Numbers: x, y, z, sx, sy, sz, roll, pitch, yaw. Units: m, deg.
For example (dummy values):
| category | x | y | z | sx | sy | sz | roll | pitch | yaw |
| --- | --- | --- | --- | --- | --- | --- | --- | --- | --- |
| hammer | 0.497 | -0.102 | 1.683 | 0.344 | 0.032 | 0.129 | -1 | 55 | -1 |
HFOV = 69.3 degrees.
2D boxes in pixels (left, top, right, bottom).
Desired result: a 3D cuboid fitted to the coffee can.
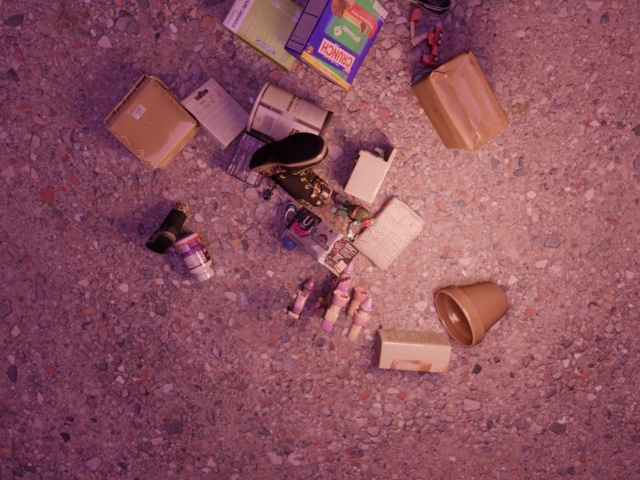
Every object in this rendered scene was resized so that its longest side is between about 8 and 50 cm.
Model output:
| category | x | y | z | sx | sy | sz | roll | pitch | yaw |
| --- | --- | --- | --- | --- | --- | --- | --- | --- | --- |
| coffee can | -0.114 | -0.450 | 1.758 | 0.275 | 0.201 | 0.201 | 24 | 102 | -6 |

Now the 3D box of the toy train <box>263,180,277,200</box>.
| category | x | y | z | sx | sy | sz | roll | pitch | yaw |
| --- | --- | --- | --- | --- | --- | --- | --- | --- | --- |
| toy train | -0.192 | -0.235 | 1.898 | 0.036 | 0.027 | 0.158 | 30 | 102 | 4 |

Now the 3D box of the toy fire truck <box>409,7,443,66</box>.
| category | x | y | z | sx | sy | sz | roll | pitch | yaw |
| --- | --- | --- | --- | --- | --- | --- | --- | --- | --- |
| toy fire truck | 0.395 | -0.771 | 1.768 | 0.135 | 0.047 | 0.192 | 9 | 104 | -2 |

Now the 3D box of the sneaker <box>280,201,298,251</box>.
| category | x | y | z | sx | sy | sz | roll | pitch | yaw |
| --- | --- | --- | --- | --- | --- | --- | --- | --- | --- |
| sneaker | -0.128 | -0.052 | 1.912 | 0.080 | 0.081 | 0.211 | -1 | 105 | -2 |

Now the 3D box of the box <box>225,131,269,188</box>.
| category | x | y | z | sx | sy | sz | roll | pitch | yaw |
| --- | --- | --- | --- | --- | --- | --- | --- | --- | --- |
| box | -0.273 | -0.321 | 1.849 | 0.147 | 0.077 | 0.180 | 26 | 102 | -6 |

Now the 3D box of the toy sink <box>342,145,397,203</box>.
| category | x | y | z | sx | sy | sz | roll | pitch | yaw |
| --- | --- | --- | --- | --- | --- | --- | --- | --- | --- |
| toy sink | 0.186 | -0.285 | 1.825 | 0.131 | 0.153 | 0.234 | 24 | 103 | -5 |

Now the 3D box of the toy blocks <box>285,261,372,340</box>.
| category | x | y | z | sx | sy | sz | roll | pitch | yaw |
| --- | --- | --- | --- | --- | --- | --- | --- | --- | --- |
| toy blocks | 0.062 | 0.193 | 1.868 | 0.309 | 0.288 | 0.260 | 22 | 108 | -3 |

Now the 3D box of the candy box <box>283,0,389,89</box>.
| category | x | y | z | sx | sy | sz | roll | pitch | yaw |
| --- | --- | --- | --- | --- | --- | --- | --- | --- | --- |
| candy box | 0.061 | -0.754 | 1.665 | 0.268 | 0.122 | 0.317 | 17 | 109 | -47 |

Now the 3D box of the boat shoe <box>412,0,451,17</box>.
| category | x | y | z | sx | sy | sz | roll | pitch | yaw |
| --- | --- | --- | --- | --- | --- | --- | --- | --- | --- |
| boat shoe | 0.345 | -0.928 | 1.702 | 0.301 | 0.102 | 0.108 | 30 | 101 | -7 |

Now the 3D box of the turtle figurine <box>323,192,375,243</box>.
| category | x | y | z | sx | sy | sz | roll | pitch | yaw |
| --- | --- | --- | --- | --- | --- | --- | --- | --- | --- |
| turtle figurine | 0.139 | -0.094 | 1.846 | 0.234 | 0.175 | 0.118 | 33 | 130 | 19 |

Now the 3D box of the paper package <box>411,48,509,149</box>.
| category | x | y | z | sx | sy | sz | roll | pitch | yaw |
| --- | --- | --- | --- | --- | --- | --- | --- | --- | --- |
| paper package | 0.499 | -0.497 | 1.690 | 0.168 | 0.325 | 0.309 | -32 | 101 | 6 |

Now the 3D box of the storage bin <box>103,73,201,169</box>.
| category | x | y | z | sx | sy | sz | roll | pitch | yaw |
| --- | --- | --- | --- | --- | --- | --- | --- | --- | --- |
| storage bin | -0.643 | -0.454 | 1.793 | 0.262 | 0.123 | 0.260 | -44 | 99 | 9 |

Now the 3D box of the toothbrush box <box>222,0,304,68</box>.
| category | x | y | z | sx | sy | sz | roll | pitch | yaw |
| --- | --- | --- | --- | --- | --- | --- | --- | --- | --- |
| toothbrush box | -0.183 | -0.798 | 1.718 | 0.283 | 0.122 | 0.206 | 32 | 100 | -8 |

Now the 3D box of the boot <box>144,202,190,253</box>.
| category | x | y | z | sx | sy | sz | roll | pitch | yaw |
| --- | --- | --- | --- | --- | --- | --- | --- | --- | --- |
| boot | -0.622 | -0.047 | 1.900 | 0.085 | 0.236 | 0.179 | 35 | 58 | -24 |

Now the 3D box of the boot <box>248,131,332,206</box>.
| category | x | y | z | sx | sy | sz | roll | pitch | yaw |
| --- | --- | --- | --- | --- | --- | --- | --- | --- | --- |
| boot | -0.056 | -0.249 | 1.716 | 0.284 | 0.377 | 0.138 | 38 | 60 | -39 |

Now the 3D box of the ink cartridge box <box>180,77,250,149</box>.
| category | x | y | z | sx | sy | sz | roll | pitch | yaw |
| --- | --- | --- | --- | --- | --- | --- | --- | --- | --- |
| ink cartridge box | -0.395 | -0.485 | 1.776 | 0.224 | 0.056 | 0.181 | 43 | 61 | -7 |

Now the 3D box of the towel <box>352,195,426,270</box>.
| category | x | y | z | sx | sy | sz | roll | pitch | yaw |
| --- | --- | --- | --- | --- | --- | --- | --- | --- | --- |
| towel | 0.286 | -0.031 | 1.939 | 0.187 | 0.049 | 0.282 | 41 | 100 | -8 |

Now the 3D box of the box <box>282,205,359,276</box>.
| category | x | y | z | sx | sy | sz | roll | pitch | yaw |
| --- | --- | --- | --- | --- | --- | --- | --- | --- | --- |
| box | 0.000 | 0.000 | 1.812 | 0.142 | 0.247 | 0.163 | -51 | 138 | -2 |

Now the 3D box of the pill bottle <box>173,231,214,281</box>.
| category | x | y | z | sx | sy | sz | roll | pitch | yaw |
| --- | --- | --- | --- | --- | --- | --- | --- | --- | --- |
| pill bottle | -0.518 | 0.071 | 1.922 | 0.108 | 0.108 | 0.193 | -23 | 103 | 5 |

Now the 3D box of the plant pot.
| category | x | y | z | sx | sy | sz | roll | pitch | yaw |
| --- | --- | --- | --- | --- | --- | --- | --- | --- | --- |
| plant pot | 0.645 | 0.281 | 1.935 | 0.229 | 0.263 | 0.263 | -24 | 103 | -14 |

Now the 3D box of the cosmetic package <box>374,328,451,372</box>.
| category | x | y | z | sx | sy | sz | roll | pitch | yaw |
| --- | --- | --- | --- | --- | --- | --- | --- | --- | --- |
| cosmetic package | 0.394 | 0.477 | 2.005 | 0.296 | 0.153 | 0.129 | 5 | 102 | -1 |
